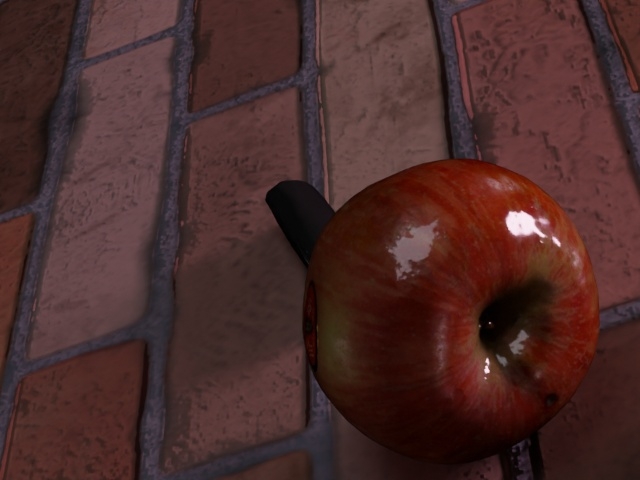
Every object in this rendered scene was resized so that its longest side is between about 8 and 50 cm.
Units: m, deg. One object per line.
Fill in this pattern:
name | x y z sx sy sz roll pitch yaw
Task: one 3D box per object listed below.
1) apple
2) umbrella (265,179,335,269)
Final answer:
apple | 0.061 0.032 0.889 0.146 0.146 0.131 -35 23 -16
umbrella | 0.002 0.000 1.083 0.036 0.031 0.133 -29 32 -2
